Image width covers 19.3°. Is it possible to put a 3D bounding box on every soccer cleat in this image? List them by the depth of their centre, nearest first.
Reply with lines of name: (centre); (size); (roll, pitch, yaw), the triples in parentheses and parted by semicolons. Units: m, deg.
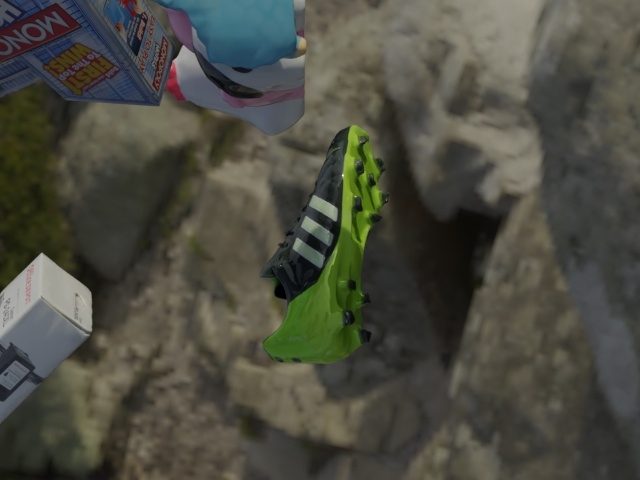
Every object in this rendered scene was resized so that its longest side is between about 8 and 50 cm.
soccer cleat: (0.000, 0.000, 1.219); (0.072, 0.060, 0.179); (-9, 52, 25)

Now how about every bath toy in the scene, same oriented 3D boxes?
bath toy: (-0.075, -0.171, 1.485); (0.348, 0.129, 0.151); (90, 179, -82)

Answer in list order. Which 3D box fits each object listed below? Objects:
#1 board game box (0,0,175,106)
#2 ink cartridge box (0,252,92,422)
board game box: (-0.197, -0.148, 1.217); (0.194, 0.194, 0.060); (-19, 43, 34)
ink cartridge box: (-0.282, 0.096, 1.715); (0.150, 0.063, 0.109); (-44, 21, 10)
